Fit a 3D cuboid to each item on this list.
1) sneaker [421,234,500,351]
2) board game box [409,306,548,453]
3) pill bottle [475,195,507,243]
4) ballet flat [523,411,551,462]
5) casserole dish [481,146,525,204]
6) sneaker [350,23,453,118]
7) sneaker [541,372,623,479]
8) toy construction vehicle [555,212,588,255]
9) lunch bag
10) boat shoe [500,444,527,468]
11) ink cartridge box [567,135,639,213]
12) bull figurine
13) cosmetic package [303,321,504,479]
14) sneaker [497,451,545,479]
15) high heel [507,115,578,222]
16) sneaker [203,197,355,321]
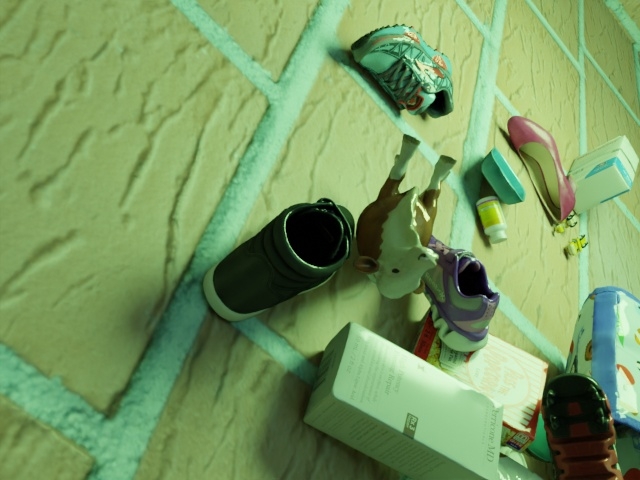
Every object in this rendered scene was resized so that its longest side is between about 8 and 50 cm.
[{"bbox_3d":[0.185,0.042,1.078,0.095,0.104,0.236,-8,50,-30],"label":"sneaker"},{"bbox_3d":[0.219,0.192,1.052,0.194,0.045,0.146,27,42,3],"label":"board game box"},{"bbox_3d":[0.321,-0.038,1.374,0.043,0.043,0.083,7,63,-47],"label":"pill bottle"},{"bbox_3d":[0.297,0.283,1.133,0.206,0.067,0.073,36,70,-29],"label":"ballet flat"},{"bbox_3d":[0.352,-0.122,1.434,0.114,0.037,0.188,56,21,-1],"label":"casserole dish"},{"bbox_3d":[0.161,-0.288,1.297,0.262,0.104,0.125,11,63,-45],"label":"sneaker"},{"bbox_3d":[0.364,0.322,1.008,0.135,0.098,0.275,32,51,-65],"label":"sneaker"},{"bbox_3d":[0.552,-0.010,1.635,0.098,0.035,0.085,-35,107,-49],"label":"toy construction vehicle"},{"bbox_3d":[0.540,0.312,1.259,0.385,0.239,0.327,56,35,-24],"label":"lunch bag"},{"bbox_3d":[0.298,0.419,1.030,0.098,0.096,0.277,22,52,-38],"label":"boat shoe"},{"bbox_3d":[0.670,-0.159,1.766,0.082,0.140,0.191,55,38,-7],"label":"ink cartridge box"},{"bbox_3d":[0.105,-0.026,0.956,0.101,0.310,0.188,23,90,-2],"label":"bull figurine"},{"bbox_3d":[0.105,0.210,0.899,0.231,0.085,0.117,28,46,-9],"label":"cosmetic package"},{"bbox_3d":[0.166,0.364,0.941,0.123,0.105,0.290,36,39,28],"label":"sneaker"},{"bbox_3d":[0.473,-0.155,1.605,0.244,0.082,0.117,51,48,-20],"label":"high heel"},{"bbox_3d":[0.000,0.000,0.905,0.296,0.147,0.104,-31,91,-53],"label":"sneaker"}]
